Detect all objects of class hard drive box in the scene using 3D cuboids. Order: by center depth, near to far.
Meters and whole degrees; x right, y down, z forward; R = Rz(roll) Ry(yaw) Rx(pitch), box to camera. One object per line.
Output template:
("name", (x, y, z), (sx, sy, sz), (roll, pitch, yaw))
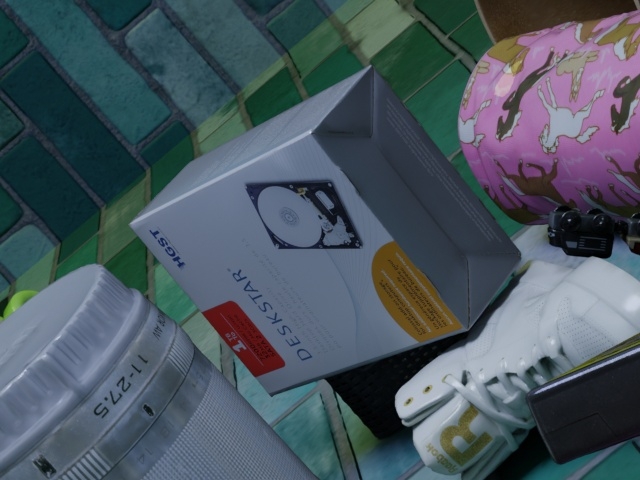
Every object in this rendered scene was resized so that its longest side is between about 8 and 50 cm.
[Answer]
("hard drive box", (0.000, 0.000, 1.330), (0.232, 0.181, 0.089), (-24, 19, 50))

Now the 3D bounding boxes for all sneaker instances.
("sneaker", (0.143, 0.100, 1.195), (0.169, 0.108, 0.292), (-45, 6, -8))

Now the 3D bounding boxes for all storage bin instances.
("storage bin", (0.067, 0.066, 1.496), (0.122, 0.084, 0.180), (-37, 16, 14))

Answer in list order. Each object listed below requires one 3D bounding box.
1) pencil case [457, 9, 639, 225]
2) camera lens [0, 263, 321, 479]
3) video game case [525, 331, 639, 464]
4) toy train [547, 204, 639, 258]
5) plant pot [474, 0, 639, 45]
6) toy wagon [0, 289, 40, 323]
("pencil case", (0.250, -0.103, 1.381), (0.167, 0.160, 0.386), (-40, 13, -21))
("camera lens", (-0.139, 0.182, 1.305), (0.219, 0.274, 0.219), (-38, 15, 12))
("video game case", (0.253, 0.007, 0.764), (0.275, 0.035, 0.248), (-26, -6, 31))
("toy train", (0.229, 0.002, 1.223), (0.027, 0.158, 0.036), (-118, 34, -76))
("plant pot", (0.302, -0.256, 1.628), (0.254, 0.237, 0.237), (-31, 10, -23))
("toy wagon", (-0.292, 0.165, 1.555), (0.267, 0.068, 0.344), (-54, 20, 28))
